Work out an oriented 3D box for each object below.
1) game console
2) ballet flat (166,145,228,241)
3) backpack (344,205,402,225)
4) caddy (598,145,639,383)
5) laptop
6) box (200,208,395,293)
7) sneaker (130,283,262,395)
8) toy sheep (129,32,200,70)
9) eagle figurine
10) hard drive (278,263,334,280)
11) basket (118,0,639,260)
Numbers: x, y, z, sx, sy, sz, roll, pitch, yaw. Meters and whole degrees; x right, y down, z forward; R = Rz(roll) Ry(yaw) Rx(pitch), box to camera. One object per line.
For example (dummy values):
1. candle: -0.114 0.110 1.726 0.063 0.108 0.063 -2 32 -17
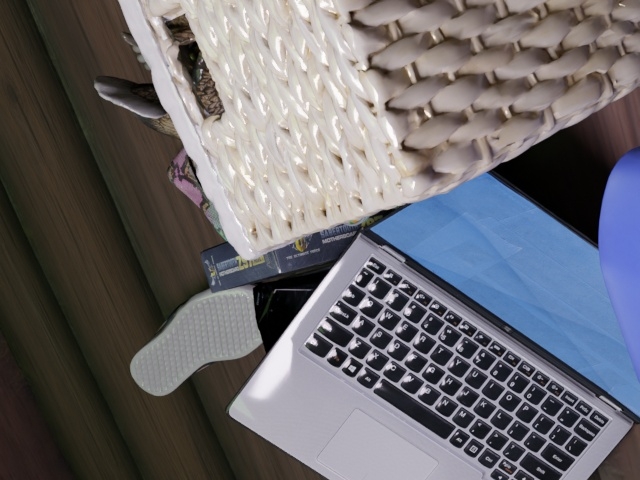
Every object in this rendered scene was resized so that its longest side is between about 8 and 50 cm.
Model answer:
1. game console: 0.038 0.150 1.537 0.361 0.213 0.044 81 179 -53
2. ballet flat: -0.137 -0.061 1.702 0.221 0.077 0.079 44 129 20
3. backpack: 0.049 -0.131 1.249 0.253 0.191 0.225 26 151 28
4. caddy: 0.360 0.029 0.877 0.179 0.241 0.341 23 147 51
5. laptop: 0.166 0.164 1.177 0.382 0.408 0.236 35 -168 -10
6. box: 0.000 0.000 1.387 0.183 0.233 0.059 -20 85 60
7. sneaker: -0.176 0.136 1.907 0.321 0.127 0.126 -30 100 36
8. toy sheep: -0.209 -0.263 1.589 0.091 0.091 0.132 -1 123 56
9. eagle figurine: -0.132 -0.156 1.463 0.225 0.226 0.298 1 135 10
10. hard drive: 0.020 0.042 1.474 0.094 0.135 0.022 14 -119 -82
11. basket: 0.056 -0.201 0.920 0.266 0.331 0.328 -12 103 57
